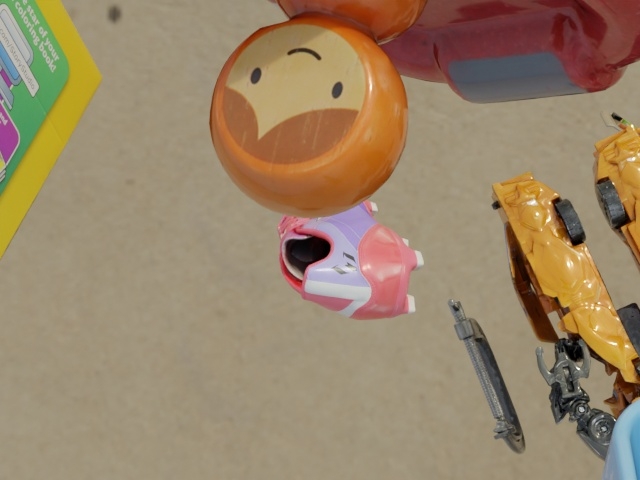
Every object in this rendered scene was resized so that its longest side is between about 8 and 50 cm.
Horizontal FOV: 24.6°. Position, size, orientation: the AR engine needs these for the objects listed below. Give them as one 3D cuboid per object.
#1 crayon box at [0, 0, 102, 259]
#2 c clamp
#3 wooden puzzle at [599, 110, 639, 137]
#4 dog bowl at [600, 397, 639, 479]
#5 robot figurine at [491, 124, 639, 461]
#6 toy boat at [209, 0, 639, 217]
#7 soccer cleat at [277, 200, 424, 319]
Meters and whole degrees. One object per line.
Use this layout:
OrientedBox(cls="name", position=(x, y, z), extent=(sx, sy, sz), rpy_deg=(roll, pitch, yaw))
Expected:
OrientedBox(cls="crayon box", position=(-0.345, -0.165, 1.187), extent=(0.106, 0.313, 0.363), rpy_deg=(-2, 135, 24))
OrientedBox(cls="c clamp", position=(0.155, 0.130, 1.381), extent=(0.022, 0.137, 0.161), rpy_deg=(-23, 85, 11))
OrientedBox(cls="wooden puzzle", position=(0.397, -0.143, 1.891), extent=(0.078, 0.116, 0.014), rpy_deg=(27, 110, -15))
OrientedBox(cls="dog bowl", position=(0.244, 0.177, 0.849), extent=(0.166, 0.297, 0.074), rpy_deg=(-2, 114, 7))
OrientedBox(cls="robot figurine", position=(0.275, 0.056, 1.291), extent=(0.211, 0.085, 0.291), rpy_deg=(-23, 74, 1))
OrientedBox(cls="toy boat", position=(0.006, -0.080, 0.445), extent=(0.151, 0.231, 0.151), rpy_deg=(-1, 69, 46))
OrientedBox(cls="soccer cleat", position=(0.000, 0.000, 1.152), extent=(0.248, 0.095, 0.083), rpy_deg=(-136, 54, -66))
